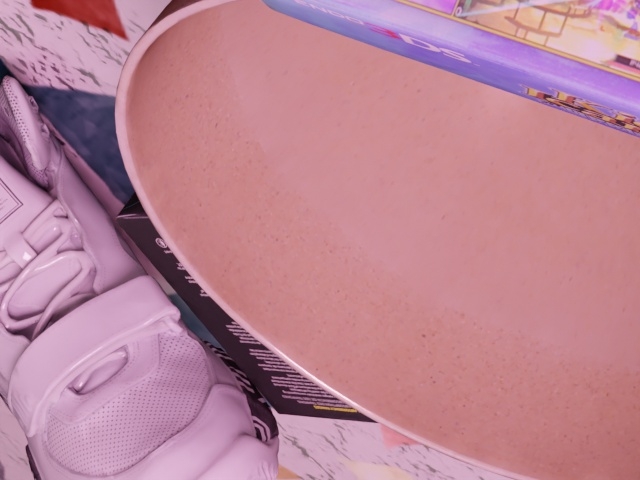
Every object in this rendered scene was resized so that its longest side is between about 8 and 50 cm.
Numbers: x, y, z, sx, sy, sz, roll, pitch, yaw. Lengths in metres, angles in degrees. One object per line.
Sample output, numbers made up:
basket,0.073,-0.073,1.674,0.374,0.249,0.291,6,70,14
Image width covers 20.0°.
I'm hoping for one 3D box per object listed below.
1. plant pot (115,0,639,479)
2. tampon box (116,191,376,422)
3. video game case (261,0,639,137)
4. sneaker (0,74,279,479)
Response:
plant pot,0.090,-0.057,0.711,0.284,0.191,0.284,24,151,14
tampon box,0.000,0.000,0.950,0.101,0.120,0.161,0,138,44
video game case,0.137,-0.141,0.501,0.269,0.244,0.061,21,178,18
sneaker,-0.159,0.037,1.037,0.210,0.137,0.366,56,174,-28
